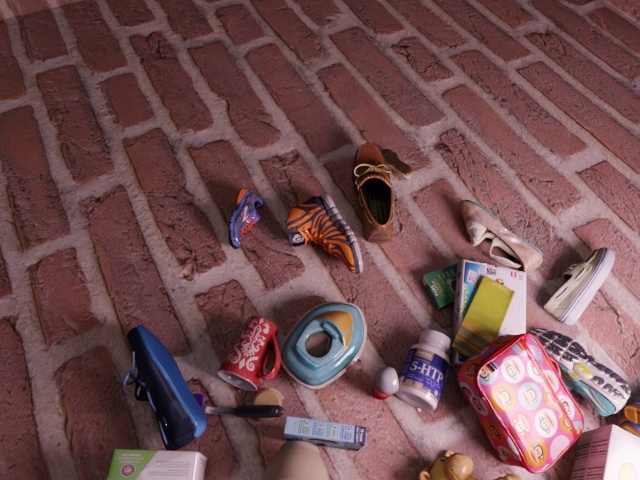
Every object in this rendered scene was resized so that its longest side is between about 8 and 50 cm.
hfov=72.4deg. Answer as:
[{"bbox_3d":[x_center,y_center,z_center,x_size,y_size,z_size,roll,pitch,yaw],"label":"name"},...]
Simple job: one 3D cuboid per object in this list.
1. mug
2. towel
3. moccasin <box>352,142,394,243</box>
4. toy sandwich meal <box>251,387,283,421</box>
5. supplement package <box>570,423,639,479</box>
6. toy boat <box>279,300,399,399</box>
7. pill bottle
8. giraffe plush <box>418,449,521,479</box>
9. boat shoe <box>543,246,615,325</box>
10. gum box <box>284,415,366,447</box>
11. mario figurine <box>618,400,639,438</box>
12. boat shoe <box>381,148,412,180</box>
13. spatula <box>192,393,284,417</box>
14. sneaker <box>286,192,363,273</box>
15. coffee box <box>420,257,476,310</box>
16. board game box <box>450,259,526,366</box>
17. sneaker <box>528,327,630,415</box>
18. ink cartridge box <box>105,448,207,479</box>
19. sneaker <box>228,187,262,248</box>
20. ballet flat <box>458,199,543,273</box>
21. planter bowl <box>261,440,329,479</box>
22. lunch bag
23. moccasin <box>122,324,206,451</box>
[{"bbox_3d":[-0.170,0.304,1.168,0.150,0.113,0.169,18,55,7],"label":"mug"},{"bbox_3d":[0.451,0.216,1.202,0.102,0.021,0.237,30,69,7],"label":"towel"},{"bbox_3d":[0.174,-0.179,1.450,0.139,0.147,0.380,4,58,0],"label":"moccasin"},{"bbox_3d":[-0.138,0.426,1.139,0.085,0.029,0.086,1,70,-3],"label":"toy sandwich meal"},{"bbox_3d":[0.712,0.578,1.009,0.194,0.149,0.203,25,60,13],"label":"supplement package"},{"bbox_3d":[0.067,0.298,1.154,0.318,0.148,0.267,35,63,18],"label":"toy boat"},{"bbox_3d":[0.279,0.338,1.160,0.112,0.112,0.187,22,60,11],"label":"pill bottle"},{"bbox_3d":[0.334,0.570,1.014,0.210,0.181,0.170,-48,55,10],"label":"giraffe plush"},{"bbox_3d":[0.784,0.119,1.320,0.094,0.109,0.302,36,66,20],"label":"boat shoe"},{"bbox_3d":[0.009,0.464,1.045,0.184,0.157,0.041,7,59,1],"label":"gum box"},{"bbox_3d":[0.914,0.416,1.089,0.320,0.198,0.170,-20,65,-21],"label":"mario figurine"},{"bbox_3d":[0.272,-0.273,1.579,0.056,0.048,0.153,-41,61,-10],"label":"boat shoe"},{"bbox_3d":[-0.239,0.432,1.110,0.296,0.030,0.084,-2,58,4],"label":"spatula"},{"bbox_3d":[0.000,0.000,1.364,0.180,0.125,0.321,-22,51,-10],"label":"sneaker"},{"bbox_3d":[0.411,0.132,1.332,0.184,0.040,0.113,-18,64,-13],"label":"coffee box"},{"bbox_3d":[0.480,0.219,1.244,0.193,0.053,0.305,12,68,1],"label":"board game box"},{"bbox_3d":[0.669,0.348,1.176,0.107,0.110,0.275,-11,40,-29],"label":"sneaker"},{"bbox_3d":[-0.376,0.616,0.960,0.198,0.115,0.273,3,58,-1],"label":"ink cartridge box"},{"bbox_3d":[-0.241,-0.071,1.410,0.087,0.083,0.221,13,62,-4],"label":"sneaker"},{"bbox_3d":[0.549,-0.008,1.392,0.316,0.107,0.106,41,79,21],"label":"ballet flat"},{"bbox_3d":[-0.054,0.536,1.010,0.162,0.162,0.109,6,38,1],"label":"planter bowl"},{"bbox_3d":[0.512,0.388,1.097,0.258,0.120,0.293,-28,86,-21],"label":"lunch bag"},{"bbox_3d":[-0.419,0.361,1.094,0.117,0.138,0.342,-40,57,-6],"label":"moccasin"}]
